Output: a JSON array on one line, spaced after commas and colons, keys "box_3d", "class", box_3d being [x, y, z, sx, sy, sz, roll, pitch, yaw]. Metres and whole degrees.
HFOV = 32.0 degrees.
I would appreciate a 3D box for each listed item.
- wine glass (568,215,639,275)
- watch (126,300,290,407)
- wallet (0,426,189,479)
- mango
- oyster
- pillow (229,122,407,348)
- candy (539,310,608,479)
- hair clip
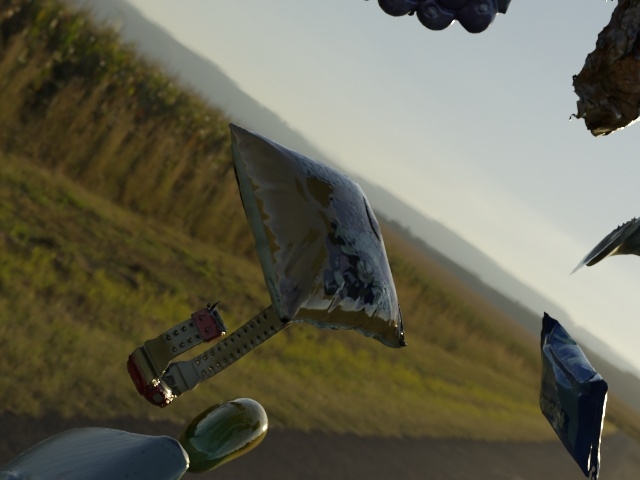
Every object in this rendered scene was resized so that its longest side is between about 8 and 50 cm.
[{"box_3d": [0.585, 0.087, 1.733, 0.323, 0.238, 0.238, 47, 3, 9], "class": "wine glass"}, {"box_3d": [-0.177, 0.162, 1.768, 0.102, 0.268, 0.165, 59, 9, 22], "class": "watch"}, {"box_3d": [-0.342, 0.325, 1.246, 0.252, 0.360, 0.083, 3, -60, 43], "class": "wallet"}, {"box_3d": [-0.154, 0.303, 1.721, 0.091, 0.130, 0.195, 67, 17, -3], "class": "mango"}, {"box_3d": [0.499, -0.328, 1.785, 0.133, 0.336, 0.198, 16, 5, 17], "class": "oyster"}, {"box_3d": [0.000, 0.000, 1.633, 0.310, 0.119, 0.312, 16, 49, -50], "class": "pillow"}, {"box_3d": [0.439, 0.268, 1.971, 0.077, 0.187, 0.331, 0, 17, -4], "class": "candy"}, {"box_3d": [0.104, -0.279, 1.115, 0.195, 0.124, 0.052, 17, 20, -11], "class": "hair clip"}]
